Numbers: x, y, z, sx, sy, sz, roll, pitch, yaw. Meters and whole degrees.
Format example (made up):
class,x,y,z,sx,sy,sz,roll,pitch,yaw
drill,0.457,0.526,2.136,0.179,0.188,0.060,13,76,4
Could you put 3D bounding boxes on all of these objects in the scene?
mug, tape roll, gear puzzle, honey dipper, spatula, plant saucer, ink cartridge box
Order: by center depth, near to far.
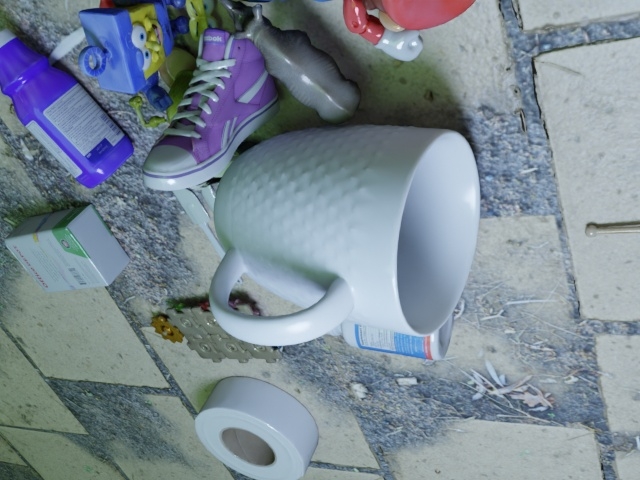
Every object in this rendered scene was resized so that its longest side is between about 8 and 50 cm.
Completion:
class,x,y,z,sx,sy,sz,roll,pitch,yaw
honey dipper,0.451,-0.017,0.967,0.161,0.030,0.030,-1,129,33
mug,0.000,0.000,0.969,0.328,0.374,0.276,10,135,32
plant saucer,-0.217,-0.267,1.094,0.083,0.015,0.083,14,134,15
spatula,-0.158,-0.010,1.295,0.168,0.019,0.242,-8,124,32
ink cartridge box,-0.533,0.021,1.466,0.212,0.093,0.154,-9,123,32
gear puzzle,-0.236,0.193,1.509,0.339,0.044,0.175,-7,127,35
tape roll,-0.151,0.454,1.655,0.286,0.100,0.286,14,133,16

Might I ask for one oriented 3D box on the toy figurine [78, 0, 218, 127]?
class,x,y,z,sx,sy,sz,roll,pitch,yaw
toy figurine,-0.273,-0.257,0.968,0.191,0.217,0.362,10,128,18

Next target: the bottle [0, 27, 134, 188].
class,x,y,z,sx,sy,sz,roll,pitch,yaw
bottle,-0.449,-0.224,1.180,0.092,0.118,0.283,-22,117,40

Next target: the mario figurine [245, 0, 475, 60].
class,x,y,z,sx,sy,sz,roll,pitch,yaw
mario figurine,0.049,-0.339,0.846,0.321,0.170,0.198,19,173,25

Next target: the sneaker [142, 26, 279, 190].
class,x,y,z,sx,sy,sz,roll,pitch,yaw
sneaker,-0.160,-0.194,0.939,0.102,0.282,0.161,10,132,23

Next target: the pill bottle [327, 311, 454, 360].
class,x,y,z,sx,sy,sz,roll,pitch,yaw
pill bottle,0.110,0.132,1.208,0.222,0.124,0.124,6,132,24

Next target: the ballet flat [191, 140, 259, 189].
class,x,y,z,sx,sy,sz,roll,pitch,yaw
ballet flat,-0.186,-0.123,1.169,0.203,0.074,0.074,-8,125,33

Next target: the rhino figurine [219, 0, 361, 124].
class,x,y,z,sx,sy,sz,roll,pitch,yaw
rhino figurine,-0.038,-0.242,0.919,0.243,0.106,0.073,37,109,-25
